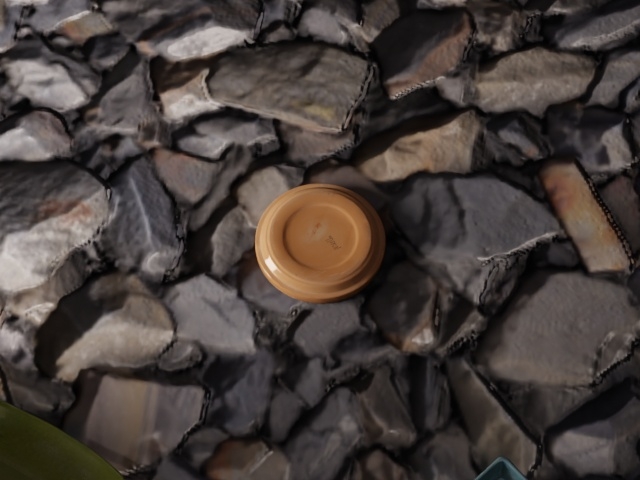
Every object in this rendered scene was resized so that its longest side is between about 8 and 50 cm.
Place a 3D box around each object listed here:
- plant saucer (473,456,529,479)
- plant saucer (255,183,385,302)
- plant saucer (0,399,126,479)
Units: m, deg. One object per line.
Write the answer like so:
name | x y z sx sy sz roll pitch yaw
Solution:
plant saucer | 0.148 0.213 1.040 0.067 0.018 0.192 -39 69 -18
plant saucer | 0.000 0.000 1.149 0.084 0.013 0.083 0 64 -1
plant saucer | -0.219 0.120 0.987 0.241 0.241 0.037 23 96 11
